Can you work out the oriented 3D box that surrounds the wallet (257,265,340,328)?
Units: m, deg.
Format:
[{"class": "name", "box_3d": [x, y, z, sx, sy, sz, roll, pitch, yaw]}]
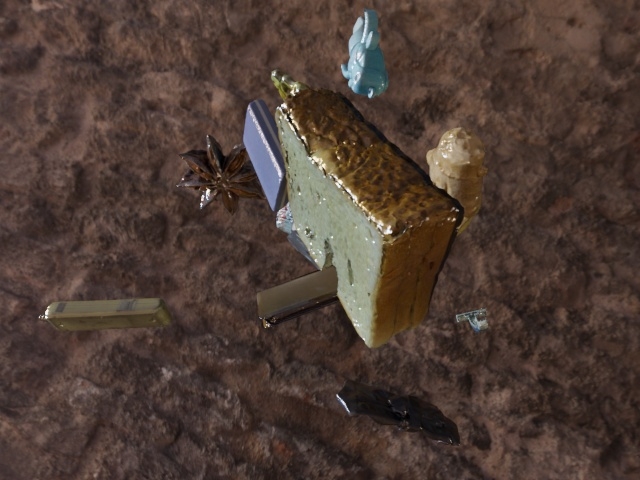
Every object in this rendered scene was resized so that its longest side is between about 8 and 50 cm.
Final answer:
[{"class": "wallet", "box_3d": [-0.025, 0.100, 0.866, 0.198, 0.031, 0.110, -20, -153, -1]}]

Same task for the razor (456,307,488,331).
[{"class": "razor", "box_3d": [0.321, 0.169, 0.907, 0.068, 0.191, 0.037, -17, -97, 10]}]

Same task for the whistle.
[{"class": "whistle", "box_3d": [0.115, -0.464, 1.128, 0.093, 0.186, 0.274, 4, -120, -17]}]

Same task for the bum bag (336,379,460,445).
[{"class": "bum bag", "box_3d": [0.175, 0.385, 1.014, 0.310, 0.074, 0.137, 22, -171, -15]}]

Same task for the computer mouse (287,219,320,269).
[{"class": "computer mouse", "box_3d": [0.000, 0.000, 1.140, 0.167, 0.379, 0.090, 41, -99, 2]}]

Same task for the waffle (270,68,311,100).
[{"class": "waffle", "box_3d": [-0.006, -0.258, 0.939, 0.054, 0.223, 0.204, -41, -114, 1]}]

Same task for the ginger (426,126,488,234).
[{"class": "ginger", "box_3d": [0.367, -0.143, 1.193, 0.126, 0.354, 0.190, -37, -139, -23]}]

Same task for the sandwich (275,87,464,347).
[{"class": "sandwich", "box_3d": [0.043, -0.026, 0.570, 0.095, 0.249, 0.273, -21, -130, -16]}]

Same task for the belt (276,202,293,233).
[{"class": "belt", "box_3d": [-0.060, -0.126, 1.777, 0.150, 0.257, 0.207, 24, -156, 36]}]

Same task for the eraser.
[{"class": "eraser", "box_3d": [-0.090, -0.149, 0.752, 0.036, 0.082, 0.225, -5, -133, -25]}]

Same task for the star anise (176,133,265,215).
[{"class": "star anise", "box_3d": [-0.340, -0.229, 1.554, 0.332, 0.331, 0.117, 3, -143, -11]}]

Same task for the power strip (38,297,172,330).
[{"class": "power strip", "box_3d": [-0.628, 0.214, 1.289, 0.388, 0.092, 0.066, -3, -135, 4]}]
